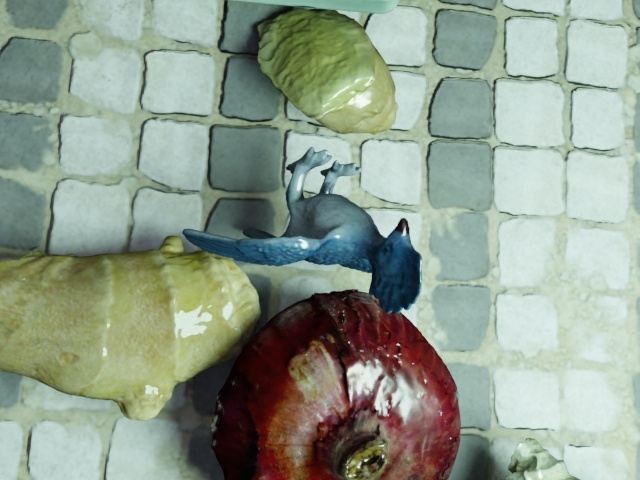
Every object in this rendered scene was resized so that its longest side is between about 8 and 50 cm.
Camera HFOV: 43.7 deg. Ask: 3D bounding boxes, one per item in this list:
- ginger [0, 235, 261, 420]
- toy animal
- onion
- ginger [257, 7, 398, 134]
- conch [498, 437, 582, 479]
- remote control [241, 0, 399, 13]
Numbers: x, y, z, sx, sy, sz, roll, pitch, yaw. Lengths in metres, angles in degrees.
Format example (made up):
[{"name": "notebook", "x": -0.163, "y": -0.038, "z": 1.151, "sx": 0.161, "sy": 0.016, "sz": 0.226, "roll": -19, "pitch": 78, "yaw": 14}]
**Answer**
[{"name": "ginger", "x": -0.238, "y": 0.078, "z": 0.803, "sx": 0.353, "sy": 0.126, "sz": 0.190, "roll": 6, "pitch": 77, "yaw": -2}, {"name": "toy animal", "x": 0.000, "y": 0.000, "z": 0.782, "sx": 0.239, "sy": 0.255, "sz": 0.176, "roll": 9, "pitch": 69, "yaw": -35}, {"name": "onion", "x": 0.021, "y": 0.173, "z": 0.767, "sx": 0.252, "sy": 0.219, "sz": 0.252, "roll": 0, "pitch": 90, "yaw": -6}, {"name": "ginger", "x": 0.010, "y": -0.190, "z": 0.899, "sx": 0.115, "sy": 0.122, "sz": 0.193, "roll": -38, "pitch": 52, "yaw": 8}, {"name": "conch", "x": 0.240, "y": 0.341, "z": 0.798, "sx": 0.210, "sy": 0.159, "sz": 0.292, "roll": -6, "pitch": 89, "yaw": -35}, {"name": "remote control", "x": -0.053, "y": -0.315, "z": 0.897, "sx": 0.296, "sy": 0.056, "sz": 0.140, "roll": 4, "pitch": 48, "yaw": -6}]
